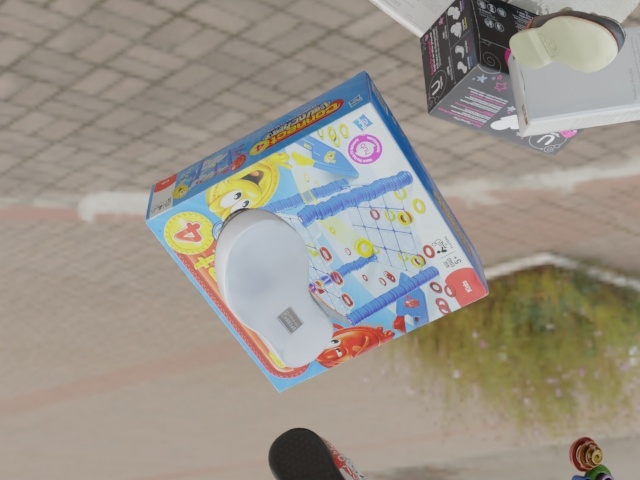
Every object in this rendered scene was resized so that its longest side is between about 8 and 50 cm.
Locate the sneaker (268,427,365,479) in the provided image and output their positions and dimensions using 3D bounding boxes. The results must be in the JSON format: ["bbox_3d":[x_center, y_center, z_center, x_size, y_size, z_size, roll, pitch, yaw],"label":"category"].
[{"bbox_3d":[0.044,0.333,1.265,0.090,0.270,0.145,-35,155,1],"label":"sneaker"}]

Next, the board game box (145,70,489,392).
[{"bbox_3d":[0.000,0.000,1.388,0.302,0.086,0.308,-27,119,15],"label":"board game box"}]

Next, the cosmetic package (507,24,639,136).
[{"bbox_3d":[0.379,-0.219,1.554,0.231,0.117,0.085,-7,170,0],"label":"cosmetic package"}]

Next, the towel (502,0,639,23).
[{"bbox_3d":[0.407,-0.400,1.871,0.187,0.049,0.282,-49,139,10],"label":"towel"}]

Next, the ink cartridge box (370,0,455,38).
[{"bbox_3d":[0.190,-0.462,1.907,0.224,0.181,0.056,-49,153,3],"label":"ink cartridge box"}]

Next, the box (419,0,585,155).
[{"bbox_3d":[0.296,-0.259,1.784,0.247,0.163,0.142,15,144,-26],"label":"box"}]

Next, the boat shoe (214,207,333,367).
[{"bbox_3d":[-0.047,0.030,0.966,0.080,0.076,0.228,-39,149,-5],"label":"boat shoe"}]

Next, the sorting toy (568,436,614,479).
[{"bbox_3d":[0.381,0.321,1.584,0.061,0.102,0.042,-41,-162,-24],"label":"sorting toy"}]

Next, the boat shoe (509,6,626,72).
[{"bbox_3d":[0.198,-0.160,0.893,0.043,0.049,0.137,-32,-166,-14],"label":"boat shoe"}]
